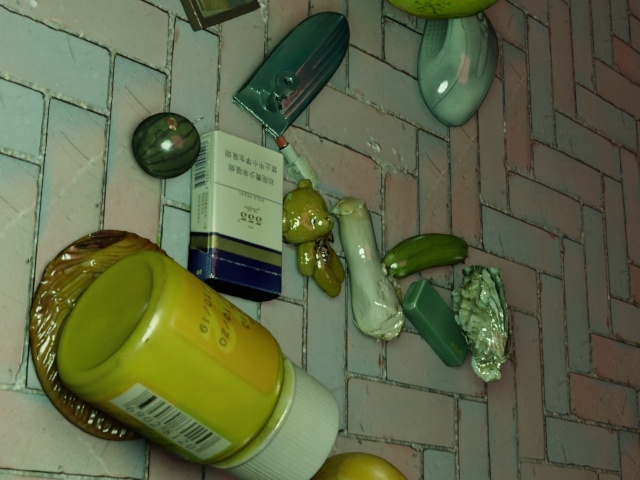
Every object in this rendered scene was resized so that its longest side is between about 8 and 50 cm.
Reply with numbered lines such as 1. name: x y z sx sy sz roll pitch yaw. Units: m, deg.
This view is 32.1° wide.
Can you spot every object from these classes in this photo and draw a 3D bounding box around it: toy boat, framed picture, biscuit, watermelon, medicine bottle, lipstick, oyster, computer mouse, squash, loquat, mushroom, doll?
1. toy boat: -0.035 -0.315 2.003 0.114 0.122 0.296 42 59 -8
2. framed picture: -0.186 -0.446 1.950 0.168 0.023 0.128 -33 104 -48
3. biscuit: -0.292 0.139 1.654 0.318 0.040 0.318 15 69 -45
4. watermelon: -0.233 -0.157 1.749 0.133 0.105 0.105 -40 110 -27
5. medicine bottle: -0.162 0.199 1.580 0.384 0.224 0.224 39 53 -33
6. lipstick: -0.050 -0.148 2.010 0.129 0.030 0.030 57 45 -21
7. oyster: 0.326 0.156 2.241 0.268 0.112 0.198 -77 156 -74
8. computer mouse: 0.312 -0.425 2.434 0.188 0.122 0.371 32 54 -39
9. squash: 0.211 0.026 2.224 0.071 0.080 0.318 46 32 25
10. loquat: 0.059 0.458 1.811 0.235 0.235 0.235 16 67 -45
11. mushroom: 0.084 0.053 2.060 0.096 0.099 0.278 4 71 -75
12. doll: 0.000 0.000 1.980 0.209 0.097 0.137 59 38 -25

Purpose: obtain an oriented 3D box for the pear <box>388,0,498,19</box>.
1. pear: 0.250 -0.620 2.251 0.391 0.391 0.391 16 67 -45

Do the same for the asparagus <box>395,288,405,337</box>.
1. asparagus: 0.150 0.135 2.159 0.025 0.021 0.108 1 78 -49

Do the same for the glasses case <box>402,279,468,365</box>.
1. glasses case: 0.233 0.166 2.229 0.184 0.039 0.078 51 47 -26

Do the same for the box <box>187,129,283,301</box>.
1. box: -0.138 -0.037 1.850 0.168 0.071 0.259 18 66 -44
